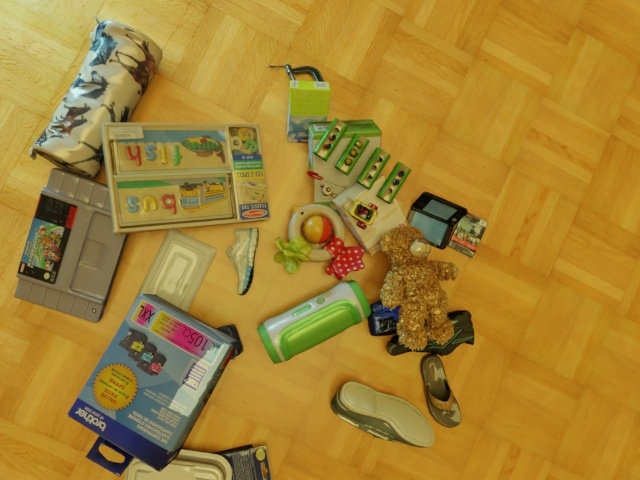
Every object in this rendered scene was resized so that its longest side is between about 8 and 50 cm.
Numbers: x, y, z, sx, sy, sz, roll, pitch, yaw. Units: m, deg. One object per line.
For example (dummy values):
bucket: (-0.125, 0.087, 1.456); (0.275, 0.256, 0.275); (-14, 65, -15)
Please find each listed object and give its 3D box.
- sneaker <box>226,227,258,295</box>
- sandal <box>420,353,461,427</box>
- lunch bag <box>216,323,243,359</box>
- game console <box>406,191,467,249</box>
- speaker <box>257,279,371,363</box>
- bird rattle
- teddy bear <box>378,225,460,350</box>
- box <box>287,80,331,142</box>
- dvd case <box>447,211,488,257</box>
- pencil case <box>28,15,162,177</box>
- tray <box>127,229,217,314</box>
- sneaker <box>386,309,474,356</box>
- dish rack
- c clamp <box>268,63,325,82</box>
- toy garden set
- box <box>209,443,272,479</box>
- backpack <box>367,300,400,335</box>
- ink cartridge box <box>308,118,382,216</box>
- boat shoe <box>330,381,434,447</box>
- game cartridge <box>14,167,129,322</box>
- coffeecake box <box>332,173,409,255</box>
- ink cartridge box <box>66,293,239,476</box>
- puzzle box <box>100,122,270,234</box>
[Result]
sneaker: (-0.221, 0.055, 1.400); (0.083, 0.071, 0.190); (6, 79, -1)
sandal: (0.349, 0.436, 1.463); (0.090, 0.060, 0.219); (-14, 90, -8)
lunch bag: (-0.252, 0.280, 1.382); (0.067, 0.065, 0.098); (-18, 87, 10)
game console: (0.330, -0.056, 1.468); (0.144, 0.124, 0.085); (22, 59, -7)
speaker: (-0.016, 0.220, 1.387); (0.297, 0.131, 0.131); (-26, 92, -8)
bird rattle: (0.000, 0.000, 1.396); (0.254, 0.143, 0.206); (3, 80, -10)
teddy bear: (0.266, 0.123, 1.357); (0.245, 0.113, 0.337); (8, 80, -13)
box: (-0.035, -0.351, 1.401); (0.109, 0.178, 0.042); (0, 50, -7)
dvd case: (0.439, -0.019, 1.515); (0.087, 0.013, 0.119); (25, 86, -6)
pencil case: (-0.580, -0.359, 1.312); (0.184, 0.160, 0.410); (26, 84, 4)
tray: (-0.404, 0.115, 1.385); (0.145, 0.030, 0.270); (25, 85, -7)
sneaker: (0.320, 0.286, 1.445); (0.268, 0.101, 0.106); (-18, 93, -8)
dish rack: (-0.391, 0.718, 1.321); (0.286, 0.072, 0.332); (8, 89, 2)
c clamp: (-0.053, -0.444, 1.432); (0.137, 0.022, 0.160); (-18, 63, -23)
toy garden set: (0.087, -0.167, 1.306); (0.244, 0.049, 0.203); (33, 84, -6)
box: (-0.248, 0.641, 1.384); (0.225, 0.036, 0.136); (-9, 90, -6)
backpack: (0.199, 0.216, 1.432); (0.120, 0.098, 0.101); (-8, 86, -7)
ink cartridge box: (0.062, -0.200, 1.437); (0.189, 0.097, 0.255); (-5, 123, -8)
boat shoe: (0.174, 0.502, 1.436); (0.320, 0.116, 0.099); (29, 128, -13)
game cartridge: (-0.630, 0.015, 1.309); (0.230, 0.068, 0.354); (19, 98, -11)
coffeecake box: (0.142, -0.075, 1.410); (0.142, 0.068, 0.185); (-38, 121, -8)
ink cartridge box: (-0.416, 0.366, 1.259); (0.270, 0.151, 0.395); (28, 84, 5)
puzzle box: (-0.339, -0.167, 1.324); (0.409, 0.052, 0.272); (-8, 90, -29)
